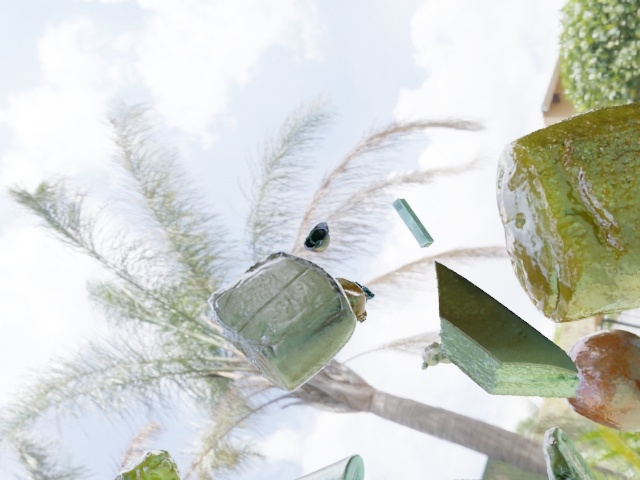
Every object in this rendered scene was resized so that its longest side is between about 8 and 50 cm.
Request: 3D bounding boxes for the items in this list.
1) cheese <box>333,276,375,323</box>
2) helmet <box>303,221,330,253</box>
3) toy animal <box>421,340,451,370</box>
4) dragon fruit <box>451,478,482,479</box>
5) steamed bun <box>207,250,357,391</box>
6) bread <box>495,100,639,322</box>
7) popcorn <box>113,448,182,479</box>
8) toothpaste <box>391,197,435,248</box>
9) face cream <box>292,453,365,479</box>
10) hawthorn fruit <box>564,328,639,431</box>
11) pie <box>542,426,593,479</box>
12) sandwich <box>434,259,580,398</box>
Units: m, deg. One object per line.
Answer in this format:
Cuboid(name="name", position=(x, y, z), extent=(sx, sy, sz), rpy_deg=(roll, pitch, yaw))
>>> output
Cuboid(name="cheese", position=(0.084, 0.194, 1.988), extent=(0.129, 0.217, 0.329), rpy_deg=(-61, -19, 20))
Cuboid(name="helmet", position=(0.002, 0.000, 1.504), extent=(0.084, 0.065, 0.049), rpy_deg=(-51, -49, -2))
Cuboid(name="toy animal", position=(0.385, 0.366, 1.909), extent=(0.150, 0.089, 0.083), rpy_deg=(-6, -83, -29))
Cuboid(name="dragon fruit", position=(0.388, 0.644, 1.405), extent=(0.161, 0.127, 0.120), rpy_deg=(23, -119, -17))
Cuboid(name="steamed bun", position=(-0.069, 0.179, 1.244), extent=(0.251, 0.301, 0.199), rpy_deg=(-35, -49, -20))
Cuboid(name="bread", position=(0.448, -0.059, 0.904), extent=(0.148, 0.337, 0.328), rpy_deg=(51, -152, -69))
Cuboid(name="popcorn", position=(-0.329, 0.486, 1.129), extent=(0.152, 0.148, 0.167), rpy_deg=(17, -112, -62))
Cuboid(name="toothpaste", position=(0.267, -0.053, 1.711), extent=(0.046, 0.034, 0.164), rpy_deg=(-5, -122, -55))
Cuboid(name="face cream", position=(-0.035, 0.733, 1.697), extent=(0.081, 0.348, 0.173), rpy_deg=(54, -156, -7))
Cuboid(name="hawthorn fruit", position=(0.676, 0.336, 1.379), extent=(0.231, 0.263, 0.235), rpy_deg=(58, -175, -9))
Cuboid(name="pie", position=(0.677, 0.655, 1.534), extent=(0.339, 0.077, 0.339), rpy_deg=(46, -160, -23))
Cuboid(name="sandwich", position=(0.234, 0.136, 0.831), extent=(0.096, 0.258, 0.094), rpy_deg=(-36, -38, -19))
